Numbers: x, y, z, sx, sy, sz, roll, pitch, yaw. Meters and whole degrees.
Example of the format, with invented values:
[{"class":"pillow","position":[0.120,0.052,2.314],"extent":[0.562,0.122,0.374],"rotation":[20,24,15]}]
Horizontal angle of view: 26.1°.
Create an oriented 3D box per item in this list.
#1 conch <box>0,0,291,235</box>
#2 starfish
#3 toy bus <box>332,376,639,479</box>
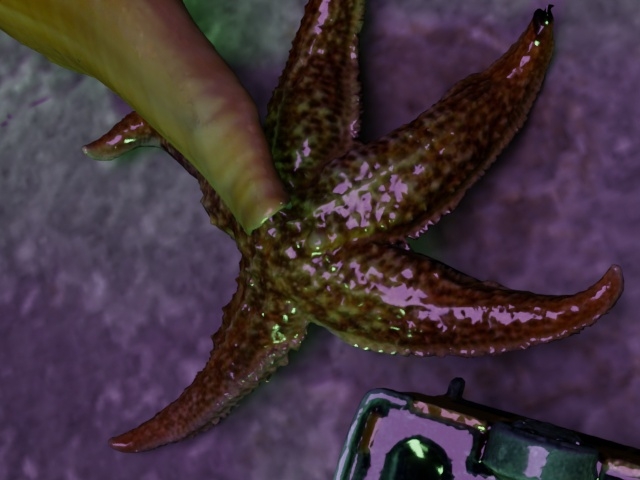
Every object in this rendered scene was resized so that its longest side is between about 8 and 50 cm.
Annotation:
[{"class":"conch","position":[-0.105,-0.121,0.522],"extent":[0.109,0.093,0.330],"rotation":[-49,51,27]},{"class":"starfish","position":[-0.003,-0.002,0.512],"extent":[0.213,0.057,0.238],"rotation":[39,97,28]},{"class":"toy bus","position":[0.096,0.107,0.433],"extent":[0.182,0.103,0.091],"rotation":[14,89,17]}]
